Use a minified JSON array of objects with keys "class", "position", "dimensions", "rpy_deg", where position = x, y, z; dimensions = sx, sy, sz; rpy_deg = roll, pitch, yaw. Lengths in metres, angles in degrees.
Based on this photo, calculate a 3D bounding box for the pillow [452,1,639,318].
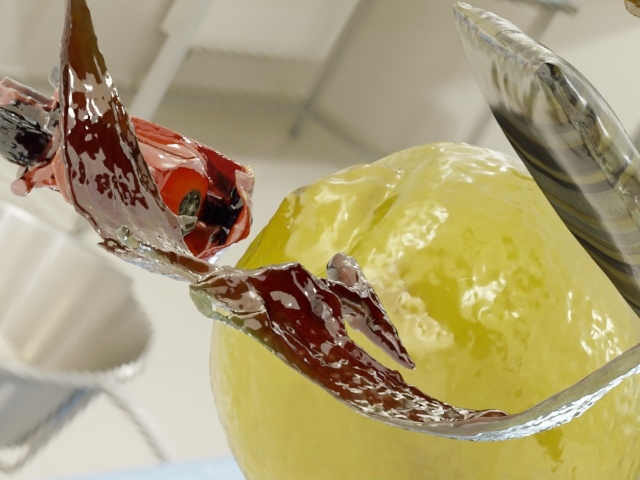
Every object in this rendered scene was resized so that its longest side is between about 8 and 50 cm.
[{"class":"pillow","position":[0.149,-0.029,1.004],"dimensions":[0.212,0.052,0.208],"rpy_deg":[54,4,-18]}]

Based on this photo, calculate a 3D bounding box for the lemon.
[{"class":"lemon","position":[0.087,0.098,1.370],"dimensions":[0.348,0.348,0.348],"rpy_deg":[28,18,-10]}]

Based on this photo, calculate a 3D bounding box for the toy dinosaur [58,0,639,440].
[{"class":"toy dinosaur","position":[-0.001,0.002,0.856],"dimensions":[0.207,0.113,0.327],"rpy_deg":[20,12,-33]}]

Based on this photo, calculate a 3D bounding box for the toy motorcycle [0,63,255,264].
[{"class":"toy motorcycle","position":[-0.146,-0.053,1.385],"dimensions":[0.171,0.089,0.298],"rpy_deg":[34,7,33]}]

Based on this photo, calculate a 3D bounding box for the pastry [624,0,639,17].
[{"class":"pastry","position":[0.112,-0.243,0.786],"dimensions":[0.356,0.164,0.356],"rpy_deg":[54,8,-11]}]
